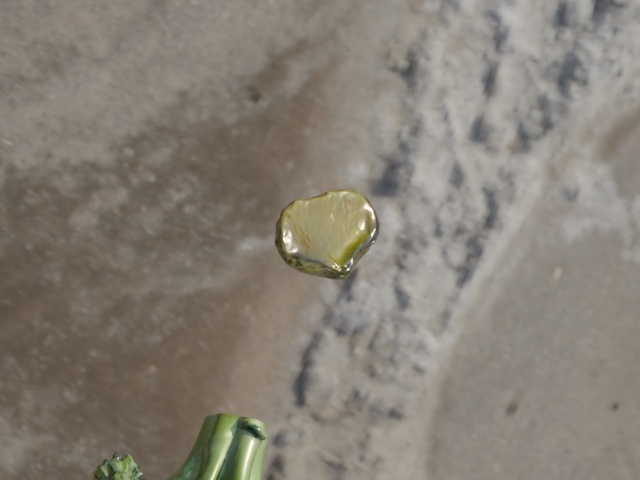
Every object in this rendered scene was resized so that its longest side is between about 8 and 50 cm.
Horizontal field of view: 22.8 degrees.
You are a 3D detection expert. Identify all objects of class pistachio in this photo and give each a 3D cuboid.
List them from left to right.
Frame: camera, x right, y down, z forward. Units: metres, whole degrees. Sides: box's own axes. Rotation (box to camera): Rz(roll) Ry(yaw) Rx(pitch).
[{"bbox_3d":[0.000,0.000,1.606,0.173,0.049,0.089,-14,85,-52],"label":"pistachio"}]

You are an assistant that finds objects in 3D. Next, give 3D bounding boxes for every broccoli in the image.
[{"bbox_3d":[-0.138,0.341,1.777,0.235,0.260,0.288,-29,137,22],"label":"broccoli"}]
